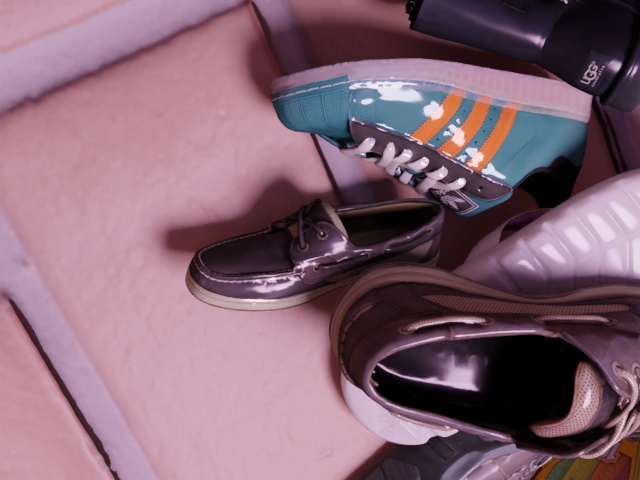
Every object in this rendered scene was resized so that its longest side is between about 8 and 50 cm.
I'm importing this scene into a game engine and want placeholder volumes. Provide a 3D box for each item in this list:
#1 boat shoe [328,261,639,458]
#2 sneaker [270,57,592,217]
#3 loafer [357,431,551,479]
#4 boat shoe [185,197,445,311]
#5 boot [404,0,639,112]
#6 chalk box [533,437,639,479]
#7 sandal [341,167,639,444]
[{"bbox_3d":[0.182,0.110,0.597,0.355,0.130,0.133,5,112,-2],"label":"boat shoe"},{"bbox_3d":[0.103,-0.080,0.666,0.302,0.108,0.121,2,92,-22],"label":"sneaker"},{"bbox_3d":[0.144,0.200,0.737,0.267,0.096,0.084,-33,126,-7],"label":"loafer"},{"bbox_3d":[0.001,0.001,0.642,0.223,0.080,0.074,-6,128,-23],"label":"boat shoe"},{"bbox_3d":[0.190,-0.228,0.679,0.207,0.094,0.247,24,50,2],"label":"boot"},{"bbox_3d":[0.269,0.302,0.762,0.132,0.132,0.213,41,81,-20],"label":"chalk box"},{"bbox_3d":[0.205,0.038,0.699,0.416,0.102,0.169,-23,110,5],"label":"sandal"}]
